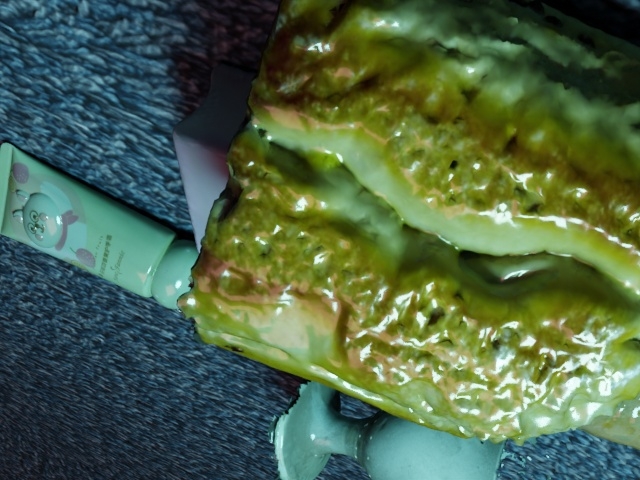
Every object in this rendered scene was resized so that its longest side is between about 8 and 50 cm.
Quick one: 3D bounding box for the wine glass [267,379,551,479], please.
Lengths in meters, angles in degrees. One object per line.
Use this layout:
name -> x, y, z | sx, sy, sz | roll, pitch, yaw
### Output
wine glass -> 0.121, 0.286, 1.421 | 0.357, 0.190, 0.190 | 7, 145, 28

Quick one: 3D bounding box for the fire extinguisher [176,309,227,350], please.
fire extinguisher -> -0.099, 0.104, 1.427 | 0.252, 0.075, 0.106 | 6, 117, 33

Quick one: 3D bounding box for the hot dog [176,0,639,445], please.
hot dog -> 0.120, -0.023, 0.832 | 0.366, 0.196, 0.367 | 23, 105, 11

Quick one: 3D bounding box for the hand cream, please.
hand cream -> -0.292, -0.011, 1.371 | 0.306, 0.093, 0.147 | 25, 126, 8

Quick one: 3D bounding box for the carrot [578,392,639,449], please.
carrot -> 0.384, 0.173, 1.103 | 0.302, 0.138, 0.138 | 24, 150, 4

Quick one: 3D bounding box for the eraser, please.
eraser -> 0.000, 0.000, 1.130 | 0.272, 0.122, 0.359 | 19, 149, 11
